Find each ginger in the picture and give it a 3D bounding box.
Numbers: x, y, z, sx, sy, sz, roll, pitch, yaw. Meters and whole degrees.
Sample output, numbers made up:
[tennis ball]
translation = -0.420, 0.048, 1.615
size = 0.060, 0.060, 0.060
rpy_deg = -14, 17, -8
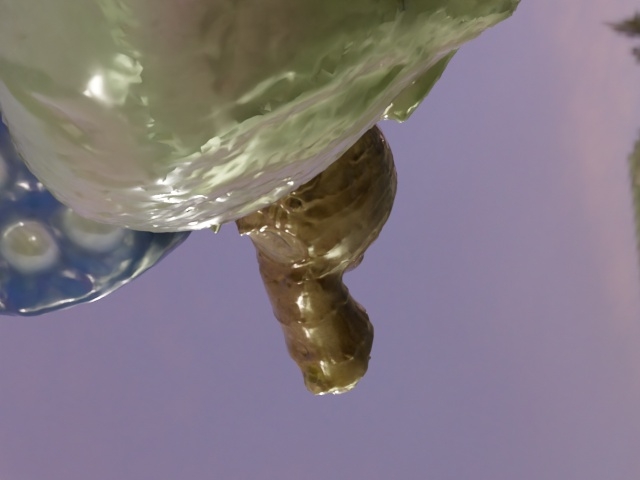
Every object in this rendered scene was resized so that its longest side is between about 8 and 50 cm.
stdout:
[ginger]
translation = 0.004, -0.006, 0.681
size = 0.096, 0.067, 0.165
rpy_deg = -55, -33, -42

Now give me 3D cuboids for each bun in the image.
[bun]
translation = -0.010, -0.143, 0.466
size = 0.293, 0.187, 0.293
rpy_deg = -2, -90, -90

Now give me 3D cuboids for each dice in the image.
[dice]
translation = -0.148, -0.056, 0.741
size = 0.146, 0.143, 0.146
rpy_deg = 60, -160, -28
